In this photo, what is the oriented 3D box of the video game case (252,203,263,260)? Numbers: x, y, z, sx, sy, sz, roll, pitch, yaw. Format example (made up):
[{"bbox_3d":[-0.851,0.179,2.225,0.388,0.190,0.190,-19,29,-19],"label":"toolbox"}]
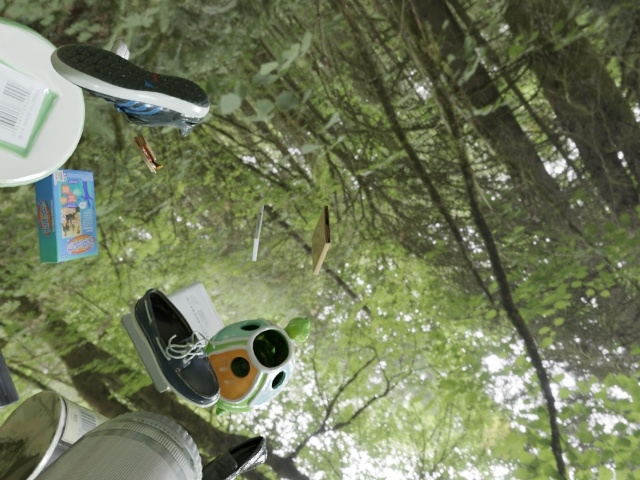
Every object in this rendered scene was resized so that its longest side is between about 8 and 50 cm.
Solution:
[{"bbox_3d":[-0.161,-0.021,1.267,0.087,0.011,0.122,104,-8,-47],"label":"video game case"}]

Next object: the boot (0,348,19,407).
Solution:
[{"bbox_3d":[-1.120,0.317,1.504,0.366,0.446,0.146,-14,-174,33],"label":"boot"}]

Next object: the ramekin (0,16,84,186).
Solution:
[{"bbox_3d":[-0.565,-0.236,0.838,0.148,0.303,0.303,17,-122,34],"label":"ramekin"}]

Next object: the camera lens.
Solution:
[{"bbox_3d":[-0.306,0.394,0.692,0.219,0.219,0.274,-38,-178,8],"label":"camera lens"}]

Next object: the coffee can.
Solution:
[{"bbox_3d":[-0.492,0.454,0.999,0.201,0.275,0.202,-21,-137,21],"label":"coffee can"}]

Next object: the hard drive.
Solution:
[{"bbox_3d":[-0.422,0.273,1.491,0.047,0.233,0.353,-27,-179,20],"label":"hard drive"}]

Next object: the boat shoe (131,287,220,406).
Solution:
[{"bbox_3d":[-0.274,0.205,0.960,0.095,0.255,0.079,-17,155,-49],"label":"boat shoe"}]

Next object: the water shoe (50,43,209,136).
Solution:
[{"bbox_3d":[-0.249,-0.186,0.650,0.080,0.203,0.073,-46,-131,37],"label":"water shoe"}]

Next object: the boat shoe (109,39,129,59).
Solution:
[{"bbox_3d":[-0.597,-0.498,1.455,0.267,0.088,0.096,-18,-125,53],"label":"boat shoe"}]

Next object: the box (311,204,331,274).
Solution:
[{"bbox_3d":[0.000,0.000,1.753,0.201,0.021,0.165,111,-19,-52],"label":"box"}]

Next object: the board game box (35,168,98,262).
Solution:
[{"bbox_3d":[-0.594,-0.061,1.158,0.047,0.211,0.160,-1,-176,7],"label":"board game box"}]

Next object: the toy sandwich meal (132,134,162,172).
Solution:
[{"bbox_3d":[-0.353,-0.177,1.004,0.029,0.086,0.085,-35,-158,-12],"label":"toy sandwich meal"}]

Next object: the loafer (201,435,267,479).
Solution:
[{"bbox_3d":[-0.229,0.545,1.195,0.223,0.078,0.076,-18,-145,-36],"label":"loafer"}]

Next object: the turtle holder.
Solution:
[{"bbox_3d":[-0.162,0.331,1.350,0.227,0.320,0.244,-41,-129,41],"label":"turtle holder"}]
